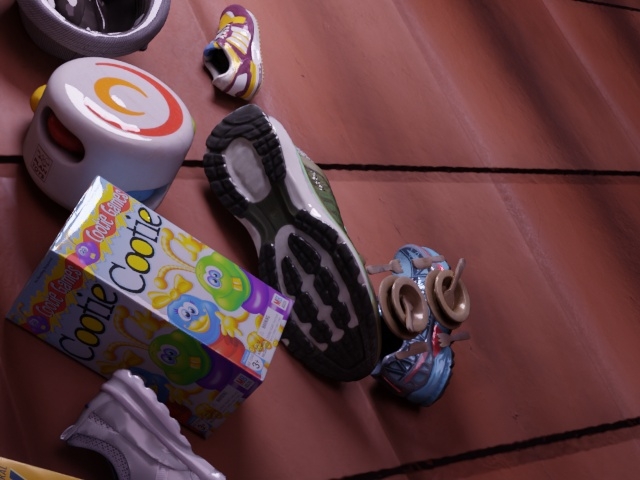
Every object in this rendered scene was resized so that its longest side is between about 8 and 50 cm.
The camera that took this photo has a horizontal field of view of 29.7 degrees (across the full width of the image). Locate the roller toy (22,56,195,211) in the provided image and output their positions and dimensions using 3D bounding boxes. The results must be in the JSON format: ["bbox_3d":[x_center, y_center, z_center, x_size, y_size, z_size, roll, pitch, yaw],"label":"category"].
[{"bbox_3d":[-0.272,-0.123,1.521,0.209,0.146,0.191,22,34,-15],"label":"roller toy"}]

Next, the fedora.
[{"bbox_3d":[-0.340,-0.359,1.686,0.244,0.124,0.275,-1,69,-35],"label":"fedora"}]

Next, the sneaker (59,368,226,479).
[{"bbox_3d":[-0.166,0.278,1.308,0.115,0.105,0.281,-40,88,-17],"label":"sneaker"}]

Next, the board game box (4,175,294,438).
[{"bbox_3d":[-0.195,0.080,1.401,0.275,0.144,0.142,33,40,-10],"label":"board game box"}]

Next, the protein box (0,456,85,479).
[{"bbox_3d":[-0.283,0.307,1.075,0.201,0.200,0.136,22,43,-23],"label":"protein box"}]

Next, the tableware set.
[{"bbox_3d":[0.146,0.078,1.590,0.194,0.039,0.128,-7,77,-53],"label":"tableware set"}]

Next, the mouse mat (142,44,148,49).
[{"bbox_3d":[-0.339,-0.366,1.798,0.190,0.007,0.152,20,44,-24],"label":"mouse mat"}]

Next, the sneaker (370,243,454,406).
[{"bbox_3d":[0.115,0.098,1.676,0.125,0.104,0.261,20,44,-22],"label":"sneaker"}]

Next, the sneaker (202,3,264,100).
[{"bbox_3d":[-0.141,-0.301,1.852,0.084,0.069,0.185,16,45,-36],"label":"sneaker"}]

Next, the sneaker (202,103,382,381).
[{"bbox_3d":[0.000,0.000,1.654,0.182,0.158,0.410,8,53,-56],"label":"sneaker"}]
